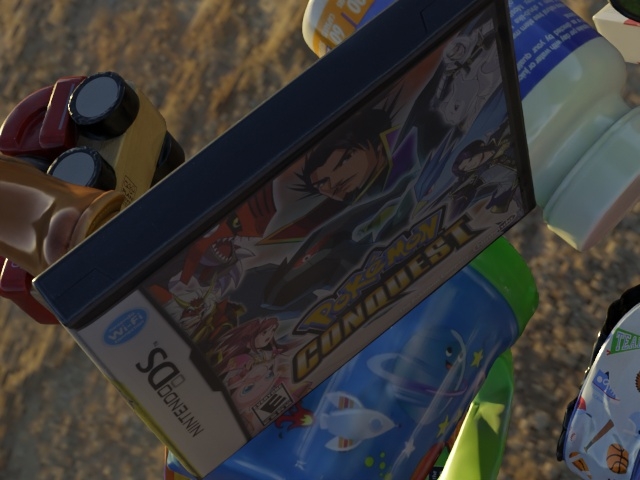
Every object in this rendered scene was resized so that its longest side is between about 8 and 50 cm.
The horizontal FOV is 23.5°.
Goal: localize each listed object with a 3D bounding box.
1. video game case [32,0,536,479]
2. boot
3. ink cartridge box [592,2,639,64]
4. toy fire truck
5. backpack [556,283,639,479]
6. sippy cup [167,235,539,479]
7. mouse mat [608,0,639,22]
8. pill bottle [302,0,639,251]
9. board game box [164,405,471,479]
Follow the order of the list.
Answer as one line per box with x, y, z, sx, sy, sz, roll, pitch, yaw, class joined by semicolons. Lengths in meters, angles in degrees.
0.000;0.000;0.846;0.275;0.248;0.035;-38;62;-8;video game case
-0.198;-0.018;0.898;0.197;0.152;0.073;-170;99;-80;boot
0.364;-0.239;1.574;0.135;0.056;0.099;-40;32;-19;ink cartridge box
-0.262;-0.023;1.402;0.246;0.158;0.217;-2;60;26;toy fire truck
0.363;0.159;1.441;0.213;0.263;0.276;40;129;49;backpack
0.007;0.092;1.095;0.224;0.305;0.240;-64;0;-22;sippy cup
0.238;-0.145;0.904;0.007;0.190;0.152;-56;24;36;mouse mat
0.130;-0.121;1.154;0.272;0.152;0.152;43;105;15;pill bottle
0.028;0.168;1.961;0.356;0.356;0.356;2;88;13;board game box
